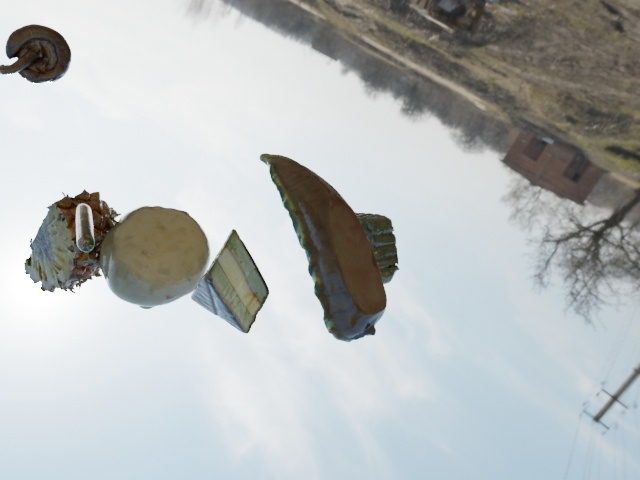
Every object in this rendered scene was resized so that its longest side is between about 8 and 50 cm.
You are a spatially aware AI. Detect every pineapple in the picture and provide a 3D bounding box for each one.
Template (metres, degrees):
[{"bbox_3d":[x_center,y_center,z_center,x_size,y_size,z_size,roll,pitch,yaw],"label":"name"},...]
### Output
[{"bbox_3d":[-0.646,0.014,1.552,0.209,0.344,0.286,49,-144,7],"label":"pineapple"}]

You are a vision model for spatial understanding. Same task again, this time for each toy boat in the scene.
[{"bbox_3d":[0.005,-0.006,0.716,0.108,0.099,0.293,-21,-97,-43],"label":"toy boat"}]

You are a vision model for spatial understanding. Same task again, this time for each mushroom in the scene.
[{"bbox_3d":[-0.468,0.079,1.532,0.313,0.336,0.315,8,-129,-10],"label":"mushroom"},{"bbox_3d":[-0.684,-0.436,1.275,0.170,0.135,0.080,-33,-146,-24],"label":"mushroom"}]

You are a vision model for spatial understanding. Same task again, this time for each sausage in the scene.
[{"bbox_3d":[-0.460,-0.029,1.047,0.032,0.033,0.269,17,-170,-29],"label":"sausage"}]

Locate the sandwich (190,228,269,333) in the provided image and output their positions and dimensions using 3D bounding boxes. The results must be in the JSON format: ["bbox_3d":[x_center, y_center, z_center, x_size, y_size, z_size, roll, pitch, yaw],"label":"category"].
[{"bbox_3d":[-0.155,0.083,1.040,0.144,0.187,0.117,31,-118,-9],"label":"sandwich"}]

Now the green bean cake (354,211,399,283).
[{"bbox_3d":[0.134,0.031,1.687,0.124,0.228,0.222,-17,-164,-40],"label":"green bean cake"}]
